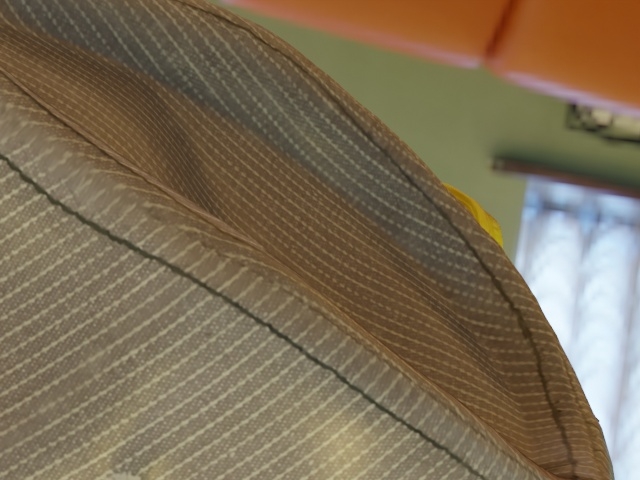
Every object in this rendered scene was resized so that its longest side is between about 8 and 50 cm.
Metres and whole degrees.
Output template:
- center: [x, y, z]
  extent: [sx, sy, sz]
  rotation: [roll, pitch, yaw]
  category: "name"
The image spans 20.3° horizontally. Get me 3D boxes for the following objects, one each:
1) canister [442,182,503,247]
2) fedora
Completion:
- center: [0.000, 0.000, 0.921]
  extent: [0.170, 0.126, 0.073]
  rotation: [33, -178, -40]
  category: "canister"
- center: [-0.043, 0.025, 0.389]
  extent: [0.275, 0.124, 0.243]
  rotation: [34, -157, -9]
  category: "fedora"
